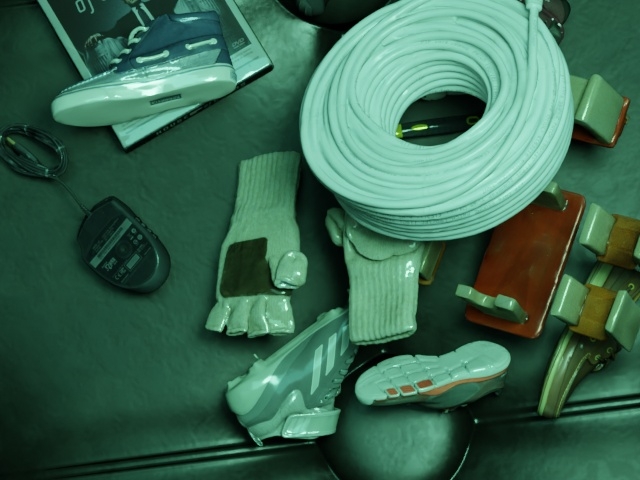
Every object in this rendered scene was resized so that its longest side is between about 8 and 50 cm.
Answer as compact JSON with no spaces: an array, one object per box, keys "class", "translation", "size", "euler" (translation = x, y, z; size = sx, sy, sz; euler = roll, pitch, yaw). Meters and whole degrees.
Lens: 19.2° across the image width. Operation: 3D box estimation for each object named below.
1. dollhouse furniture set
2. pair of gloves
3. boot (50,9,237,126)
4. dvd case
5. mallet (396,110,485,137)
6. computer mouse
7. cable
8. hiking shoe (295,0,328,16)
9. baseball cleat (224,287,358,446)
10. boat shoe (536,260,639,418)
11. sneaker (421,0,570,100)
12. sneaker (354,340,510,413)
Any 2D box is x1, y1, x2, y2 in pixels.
[{"class":"dollhouse furniture set","translation":[0.218,-0.033,1.859],"size":[0.262,0.135,0.259],"euler":[17,81,27]},{"class":"pair of gloves","translation":[0.000,0.000,1.849],"size":[0.240,0.042,0.204],"euler":[-1,70,32]},{"class":"boot","translation":[-0.185,-0.175,1.918],"size":[0.190,0.069,0.086],"euler":[-11,72,-9]},{"class":"dvd case","translation":[-0.184,-0.235,1.973],"size":[0.179,0.029,0.238],"euler":[-31,80,-4]},{"class":"mallet","translation":[0.074,-0.120,1.939],"size":[0.190,0.039,0.062],"euler":[-15,81,-5]},{"class":"computer mouse","translation":[-0.241,-0.035,1.935],"size":[0.242,0.041,0.071],"euler":[45,100,15]},{"class":"cable","translation":[0.109,-0.120,1.776],"size":[0.257,0.089,0.257],"euler":[-14,56,11]},{"class":"hiking shoe","translation":[0.055,-0.323,1.953],"size":[0.114,0.086,0.227],"euler":[25,79,10]},{"class":"baseball cleat","translation":[0.009,0.128,1.879],"size":[0.206,0.072,0.109],"euler":[-34,90,1]},{"class":"boat shoe","translation":[0.268,0.099,1.869],"size":[0.060,0.064,0.178],"euler":[26,78,9]},{"class":"sneaker","translation":[0.177,-0.277,1.910],"size":[0.162,0.106,0.281],"euler":[2,111,-9]},{"class":"sneaker","translation":[0.113,0.149,1.862],"size":[0.158,0.065,0.061],"euler":[-10,35,-7]}]
